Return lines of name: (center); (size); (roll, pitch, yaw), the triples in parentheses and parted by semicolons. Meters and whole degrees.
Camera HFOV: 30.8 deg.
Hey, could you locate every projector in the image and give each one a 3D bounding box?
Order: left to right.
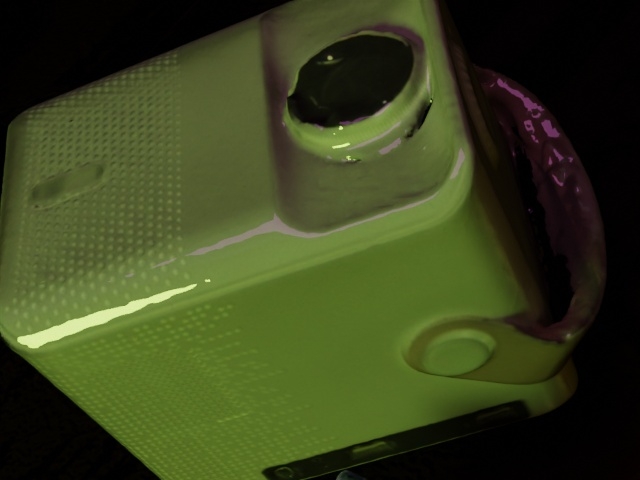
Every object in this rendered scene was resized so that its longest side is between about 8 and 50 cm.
projector: (0.000, 0.000, 0.525); (0.242, 0.177, 0.163); (-17, 50, 14)

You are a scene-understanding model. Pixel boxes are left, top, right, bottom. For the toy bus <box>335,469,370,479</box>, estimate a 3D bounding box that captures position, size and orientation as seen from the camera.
toy bus: (0.013, 0.186, 0.431); (0.101, 0.088, 0.175); (16, 66, 35)
